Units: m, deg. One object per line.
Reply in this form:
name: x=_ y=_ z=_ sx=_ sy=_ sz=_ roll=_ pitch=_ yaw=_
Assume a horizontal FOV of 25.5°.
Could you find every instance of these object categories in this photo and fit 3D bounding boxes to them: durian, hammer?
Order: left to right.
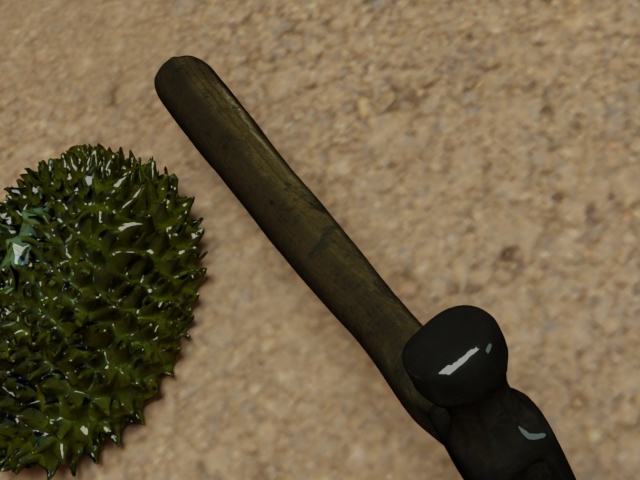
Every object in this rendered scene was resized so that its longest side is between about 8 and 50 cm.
durian: x=-0.148 y=0.031 z=0.815 sx=0.137 sy=0.095 sz=0.221 roll=6 pitch=68 yaw=27
hammer: x=0.000 y=0.000 z=0.723 sx=0.044 sy=0.168 sz=0.440 roll=-32 pitch=38 yaw=-6
